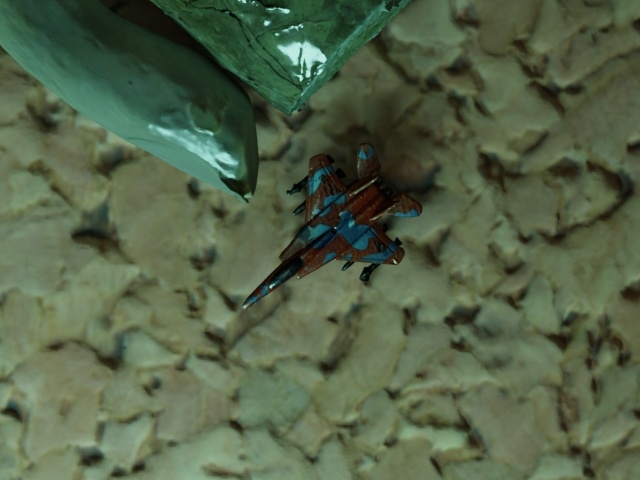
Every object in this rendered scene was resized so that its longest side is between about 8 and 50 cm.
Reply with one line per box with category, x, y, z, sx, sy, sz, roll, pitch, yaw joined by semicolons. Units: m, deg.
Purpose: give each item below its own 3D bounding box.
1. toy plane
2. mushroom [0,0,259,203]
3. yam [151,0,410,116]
toy plane;0.000;-0.001;1.265;0.189;0.061;0.130;-39;99;1
mushroom;-0.189;-0.161;1.209;0.351;0.097;0.109;36;106;-6
yam;-0.057;-0.261;1.177;0.271;0.201;0.202;41;88;-2
